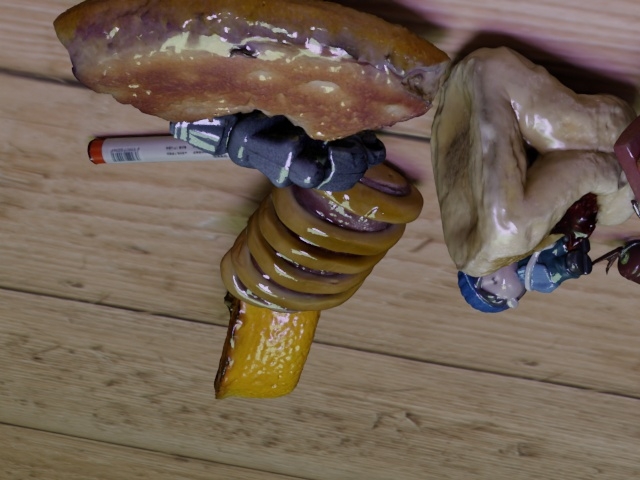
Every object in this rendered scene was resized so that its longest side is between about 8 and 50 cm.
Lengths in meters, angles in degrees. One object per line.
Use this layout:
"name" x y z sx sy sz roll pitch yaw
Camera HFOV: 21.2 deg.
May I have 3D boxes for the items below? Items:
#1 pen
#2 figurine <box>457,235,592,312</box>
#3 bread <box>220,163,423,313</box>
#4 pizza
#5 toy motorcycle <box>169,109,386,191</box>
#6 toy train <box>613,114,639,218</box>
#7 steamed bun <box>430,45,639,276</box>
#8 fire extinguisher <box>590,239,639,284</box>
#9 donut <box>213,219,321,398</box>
"pen" -0.115 -0.085 1.561 0.218 0.026 0.026 -1 153 25
"figurine" 0.192 0.023 1.617 0.136 0.077 0.079 -12 163 25
"bread" 0.000 0.000 1.586 0.134 0.081 0.225 11 143 -19
"pizza" -0.053 -0.148 1.316 0.305 0.086 0.161 6 156 0
"toy motorcycle" -0.032 -0.082 1.423 0.193 0.124 0.061 14 115 -13
"toy train" 0.370 -0.003 1.254 0.221 0.150 0.304 -13 112 48
"steamed bun" 0.178 -0.061 1.343 0.155 0.172 0.141 -2 169 -13
"fire extinguisher" 0.320 0.032 1.598 0.132 0.039 0.056 24 128 -24
"donut" -0.061 0.095 1.776 0.101 0.152 0.259 14 156 -6
